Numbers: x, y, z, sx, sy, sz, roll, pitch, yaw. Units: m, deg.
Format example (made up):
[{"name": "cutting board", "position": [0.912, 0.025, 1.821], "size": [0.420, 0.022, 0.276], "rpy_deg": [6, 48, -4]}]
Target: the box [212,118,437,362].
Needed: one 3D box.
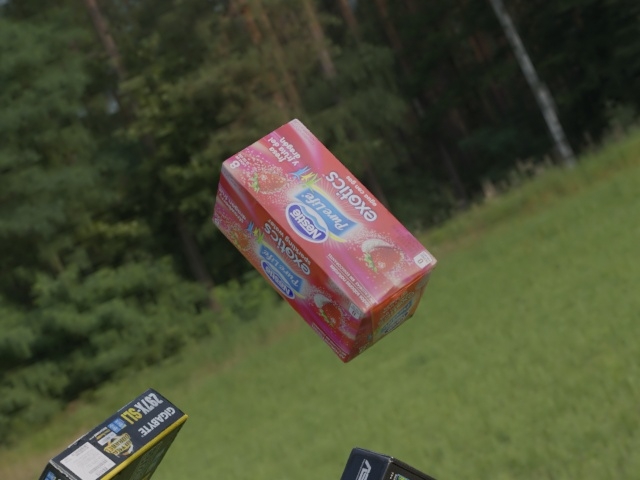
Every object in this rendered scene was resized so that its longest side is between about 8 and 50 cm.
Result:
[{"name": "box", "position": [0.000, 0.000, 1.712], "size": [0.123, 0.257, 0.128], "rpy_deg": [-34, -21, -28]}]

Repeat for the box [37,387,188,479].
[{"name": "box", "position": [-0.340, 0.381, 2.031], "size": [0.322, 0.079, 0.257], "rpy_deg": [-58, -10, 28]}]

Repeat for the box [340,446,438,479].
[{"name": "box", "position": [0.072, 0.374, 1.486], "size": [0.216, 0.270, 0.060], "rpy_deg": [33, -16, -38]}]
